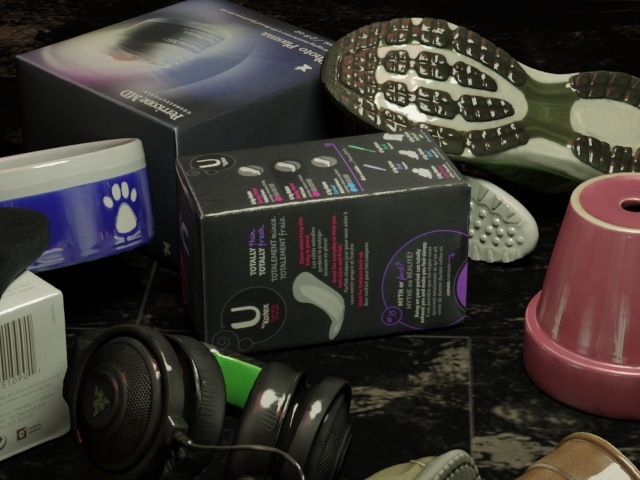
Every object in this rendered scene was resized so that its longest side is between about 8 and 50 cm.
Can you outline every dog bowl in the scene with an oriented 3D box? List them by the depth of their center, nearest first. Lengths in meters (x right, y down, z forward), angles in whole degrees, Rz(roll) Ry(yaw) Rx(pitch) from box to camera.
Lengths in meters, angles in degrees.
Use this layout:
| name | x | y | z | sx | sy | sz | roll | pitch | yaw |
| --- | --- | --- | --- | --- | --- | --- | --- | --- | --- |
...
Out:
| name | x | y | z | sx | sy | sz | roll | pitch | yaw |
| --- | --- | --- | --- | --- | --- | --- | --- | --- | --- |
| dog bowl | -0.302 | -0.030 | 1.858 | 0.265 | 0.104 | 0.265 | -10 | 7 | 1 |

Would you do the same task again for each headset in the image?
| name | x | y | z | sx | sy | sz | roll | pitch | yaw |
| --- | --- | --- | --- | --- | --- | --- | --- | --- | --- |
| headset | -0.093 | 0.178 | 1.509 | 0.243 | 0.185 | 0.394 | 15 | 7 | -14 |

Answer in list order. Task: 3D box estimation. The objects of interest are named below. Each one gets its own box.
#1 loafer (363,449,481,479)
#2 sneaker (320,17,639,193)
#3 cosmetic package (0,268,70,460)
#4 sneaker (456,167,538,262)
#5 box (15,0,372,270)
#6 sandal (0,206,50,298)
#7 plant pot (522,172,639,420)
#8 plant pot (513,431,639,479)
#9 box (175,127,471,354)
| name | x | y | z | sx | sy | sz | roll | pitch | yaw |
| --- | --- | --- | --- | --- | --- | --- | --- | --- | --- |
| loafer | 0.038 | 0.242 | 1.456 | 0.087 | 0.094 | 0.251 | -11 | 7 | 38 |
| sneaker | 0.182 | -0.116 | 2.017 | 0.410 | 0.182 | 0.158 | 15 | 66 | -14 |
| cosmetic package | -0.340 | 0.100 | 1.648 | 0.151 | 0.151 | 0.183 | -21 | 34 | -36 |
| sneaker | 0.153 | -0.045 | 2.007 | 0.235 | 0.090 | 0.095 | 26 | 24 | 37 |
| box | -0.140 | -0.134 | 2.075 | 0.294 | 0.183 | 0.296 | -25 | 36 | -37 |
| sandal | -0.309 | 0.025 | 1.565 | 0.097 | 0.054 | 0.254 | 4 | 28 | 9 |
| plant pot | 0.294 | 0.043 | 1.721 | 0.201 | 0.180 | 0.201 | 0 | 28 | 0 |
| plant pot | 0.158 | 0.251 | 1.355 | 0.165 | 0.167 | 0.167 | -23 | 34 | -22 |
| box | 0.000 | 0.000 | 1.823 | 0.270 | 0.165 | 0.143 | -7 | 28 | -13 |
